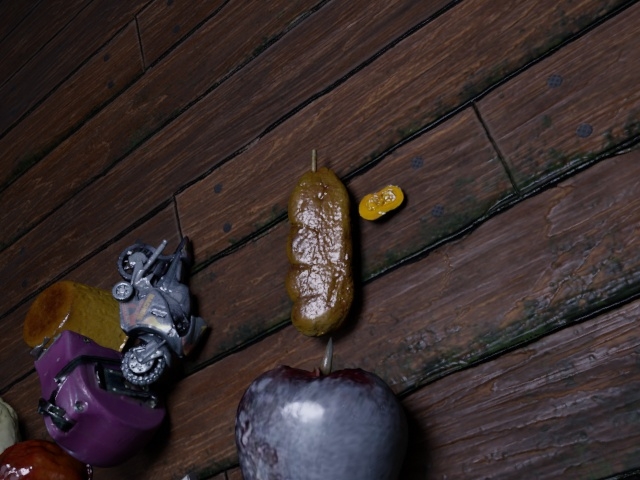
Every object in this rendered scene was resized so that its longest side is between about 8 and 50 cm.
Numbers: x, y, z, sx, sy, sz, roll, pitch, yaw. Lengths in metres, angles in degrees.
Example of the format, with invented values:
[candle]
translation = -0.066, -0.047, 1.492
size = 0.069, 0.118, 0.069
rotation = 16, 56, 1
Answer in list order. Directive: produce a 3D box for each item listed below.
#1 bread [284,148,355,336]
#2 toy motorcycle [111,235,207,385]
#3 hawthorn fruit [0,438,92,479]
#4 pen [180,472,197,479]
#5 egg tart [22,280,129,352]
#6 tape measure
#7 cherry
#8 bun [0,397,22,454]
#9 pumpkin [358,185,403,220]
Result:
[bread]
translation = 0.000, -0.001, 1.076
size = 0.124, 0.084, 0.343
rotation = -5, 71, 10
[toy motorcycle]
translation = -0.316, 0.132, 1.218
size = 0.173, 0.108, 0.307
rotation = -8, 62, -7
[hawthorn fruit]
translation = -0.585, 0.487, 1.238
size = 0.190, 0.251, 0.189
rotation = -14, 44, 14
[pen]
translation = -0.305, 0.504, 1.158
size = 0.204, 0.025, 0.025
rotation = -43, 56, 17
[egg tart]
translation = -0.516, 0.183, 1.315
size = 0.215, 0.171, 0.215
rotation = -19, 50, 24
[tape measure]
translation = -0.418, 0.300, 1.162
size = 0.149, 0.245, 0.231
rotation = -48, 44, 7
[cherry]
translation = 0.000, 0.292, 0.898
size = 0.255, 0.218, 0.296
rotation = 1, 88, 11
[bun]
translation = -0.804, 0.484, 1.376
size = 0.353, 0.227, 0.348
rotation = -26, 62, 30
[pumpkin]
translation = 0.107, -0.060, 1.053
size = 0.083, 0.028, 0.050
rotation = -26, 60, 16
